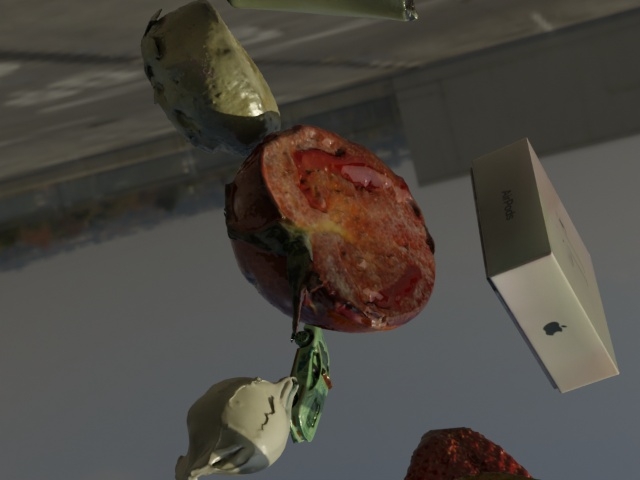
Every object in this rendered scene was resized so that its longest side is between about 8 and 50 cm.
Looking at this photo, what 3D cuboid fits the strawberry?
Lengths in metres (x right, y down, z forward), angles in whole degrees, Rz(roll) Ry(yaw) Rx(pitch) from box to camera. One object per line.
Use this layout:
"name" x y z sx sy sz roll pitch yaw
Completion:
"strawberry" 0.236 0.423 1.785 0.238 0.289 0.250 -16 165 -1

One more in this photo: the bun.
"bun" -0.154 -0.207 1.567 0.141 0.239 0.239 -34 -174 -3

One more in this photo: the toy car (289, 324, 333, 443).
"toy car" -0.015 0.200 1.683 0.058 0.093 0.186 -1 -129 19

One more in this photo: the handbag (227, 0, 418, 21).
"handbag" 0.019 -0.366 1.386 0.315 0.241 0.109 9 -136 25

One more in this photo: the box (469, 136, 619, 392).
"box" 0.159 0.018 0.841 0.051 0.129 0.130 -23 -144 18

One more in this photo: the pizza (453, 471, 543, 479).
"pizza" 0.211 0.307 1.140 0.181 0.262 0.034 -18 -144 45

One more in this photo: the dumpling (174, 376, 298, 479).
"dumpling" -0.101 0.210 1.291 0.127 0.108 0.188 -29 -171 42

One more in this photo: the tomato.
"tomato" -0.006 0.003 1.522 0.170 0.309 0.309 -29 175 36
